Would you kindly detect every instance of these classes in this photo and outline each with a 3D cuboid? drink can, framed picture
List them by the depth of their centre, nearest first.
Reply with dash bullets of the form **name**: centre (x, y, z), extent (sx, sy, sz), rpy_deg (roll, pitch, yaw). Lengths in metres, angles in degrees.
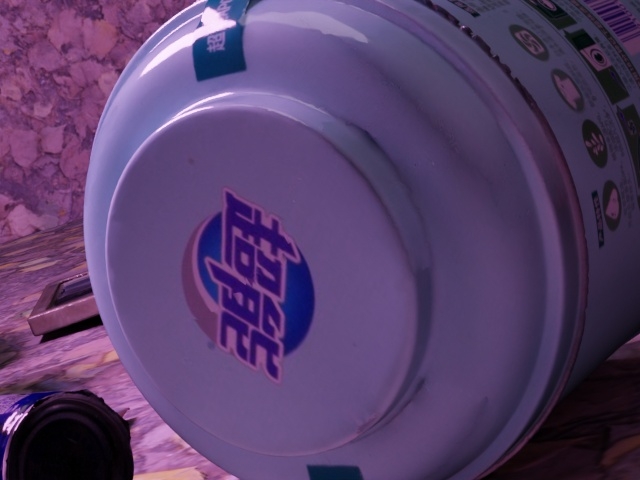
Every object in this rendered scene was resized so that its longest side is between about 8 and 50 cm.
- **drink can**: centre (-0.224, 0.145, 0.977), extent (0.235, 0.097, 0.097), rpy_deg (-9, 10, 43)
- **framed picture**: centre (-0.133, 0.011, 1.904), extent (0.446, 0.028, 0.326), rpy_deg (-19, 7, -4)

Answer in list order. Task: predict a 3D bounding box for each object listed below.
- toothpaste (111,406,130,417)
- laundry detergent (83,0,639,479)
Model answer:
- **toothpaste**: centre (-0.180, 0.144, 1.122), extent (0.067, 0.043, 0.194), rpy_deg (-19, 2, 0)
- **laundry detergent**: centre (0.042, -0.017, 0.865), extent (0.287, 0.287, 0.305), rpy_deg (-11, 9, 33)
